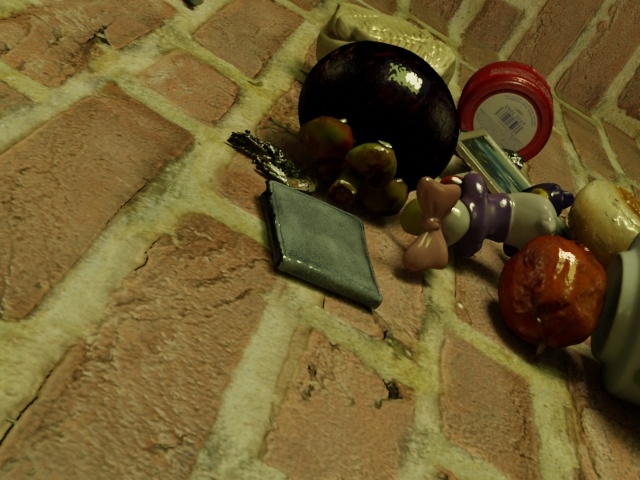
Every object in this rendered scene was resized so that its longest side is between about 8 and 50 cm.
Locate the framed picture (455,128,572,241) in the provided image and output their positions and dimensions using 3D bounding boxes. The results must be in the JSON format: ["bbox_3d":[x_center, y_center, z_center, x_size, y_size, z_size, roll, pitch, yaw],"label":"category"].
[{"bbox_3d":[0.396,-0.099,2.053,0.315,0.024,0.232,52,26,8],"label":"framed picture"}]

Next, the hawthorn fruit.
[{"bbox_3d":[0.363,0.085,1.556,0.173,0.173,0.179,20,28,-28],"label":"hawthorn fruit"}]

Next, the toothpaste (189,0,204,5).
[{"bbox_3d":[-0.272,-0.536,2.123,0.062,0.037,0.216,21,21,-23],"label":"toothpaste"}]

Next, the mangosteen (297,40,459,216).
[{"bbox_3d":[0.082,-0.173,1.636,0.275,0.275,0.302,31,56,-5],"label":"mangosteen"}]

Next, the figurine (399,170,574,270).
[{"bbox_3d":[0.271,-0.029,1.642,0.420,0.154,0.193,1,12,-37],"label":"figurine"}]

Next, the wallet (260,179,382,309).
[{"bbox_3d":[-0.001,0.002,1.412,0.167,0.036,0.222,24,27,-23],"label":"wallet"}]

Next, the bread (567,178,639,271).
[{"bbox_3d":[0.621,0.011,2.031,0.305,0.159,0.305,31,24,-16],"label":"bread"}]

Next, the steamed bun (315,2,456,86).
[{"bbox_3d":[0.112,-0.332,2.020,0.289,0.203,0.276,23,30,12],"label":"steamed bun"}]

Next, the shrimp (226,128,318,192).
[{"bbox_3d":[-0.071,-0.123,1.565,0.161,0.034,0.091,29,24,-13],"label":"shrimp"}]

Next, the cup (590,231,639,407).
[{"bbox_3d":[0.516,0.118,1.535,0.163,0.347,0.347,13,23,4],"label":"cup"}]

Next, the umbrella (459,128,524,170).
[{"bbox_3d":[0.337,-0.200,2.209,0.224,0.071,0.080,26,6,0],"label":"umbrella"}]

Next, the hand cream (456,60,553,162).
[{"bbox_3d":[0.420,-0.287,2.283,0.230,0.230,0.149,31,24,-4],"label":"hand cream"}]
